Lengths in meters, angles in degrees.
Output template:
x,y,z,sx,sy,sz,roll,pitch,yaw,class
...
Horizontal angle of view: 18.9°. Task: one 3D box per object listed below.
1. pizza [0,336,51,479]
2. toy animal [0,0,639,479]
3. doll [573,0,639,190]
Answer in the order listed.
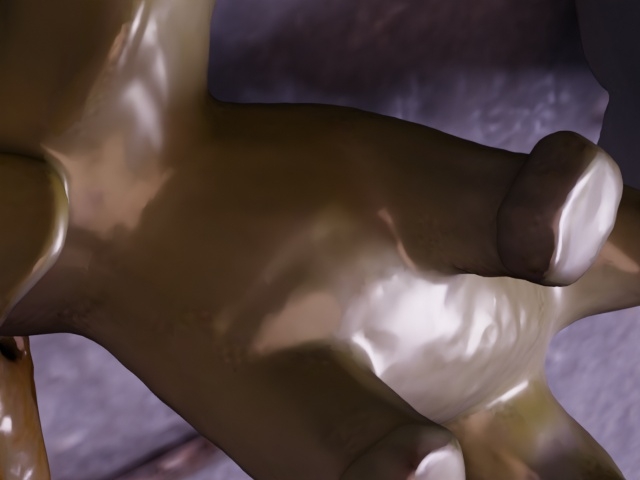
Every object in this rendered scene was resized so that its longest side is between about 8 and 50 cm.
x,y,z,sx,sy,sz,roll,pitch,yaw,class
-0.130,0.112,0.405,0.297,0.071,0.189,-28,129,-70,pizza
0.003,0.002,0.462,0.233,0.168,0.121,19,94,-44,toy animal
0.200,-0.054,0.590,0.256,0.161,0.215,-9,99,-30,doll
